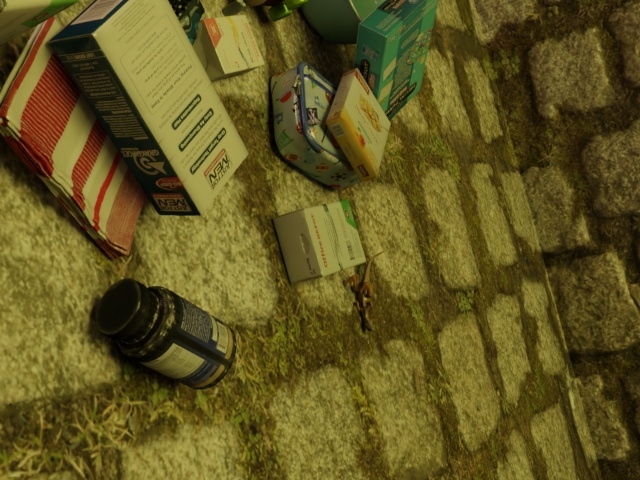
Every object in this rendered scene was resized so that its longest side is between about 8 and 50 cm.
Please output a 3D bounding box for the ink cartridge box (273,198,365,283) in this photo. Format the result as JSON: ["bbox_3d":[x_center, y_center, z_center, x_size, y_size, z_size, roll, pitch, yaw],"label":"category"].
[{"bbox_3d":[0.000,0.000,1.864,0.208,0.087,0.153,-14,88,-60],"label":"ink cartridge box"}]

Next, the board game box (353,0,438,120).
[{"bbox_3d":[0.176,-0.447,2.118,0.254,0.079,0.336,-47,158,-32],"label":"board game box"}]

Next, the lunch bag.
[{"bbox_3d":[0.003,-0.266,1.976,0.303,0.115,0.243,31,48,-51],"label":"lunch bag"}]

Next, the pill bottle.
[{"bbox_3d":[-0.243,0.146,1.360,0.219,0.123,0.122,39,45,-44],"label":"pill bottle"}]

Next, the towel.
[{"bbox_3d":[-0.362,-0.157,1.334,0.329,0.037,0.237,59,31,-45],"label":"towel"}]

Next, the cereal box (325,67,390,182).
[{"bbox_3d":[0.091,-0.268,1.965,0.173,0.047,0.240,56,30,-27],"label":"cereal box"}]

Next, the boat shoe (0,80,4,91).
[{"bbox_3d":[-0.501,-0.191,1.142,0.080,0.076,0.228,34,14,-5],"label":"boat shoe"}]

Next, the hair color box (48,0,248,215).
[{"bbox_3d":[-0.263,-0.222,1.378,0.173,0.105,0.347,-58,135,-37],"label":"hair color box"}]

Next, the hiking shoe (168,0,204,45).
[{"bbox_3d":[-0.280,-0.319,1.556,0.132,0.113,0.304,55,44,-42],"label":"hiking shoe"}]

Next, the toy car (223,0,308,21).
[{"bbox_3d":[-0.151,-0.556,1.884,0.188,0.149,0.155,-28,98,-30],"label":"toy car"}]

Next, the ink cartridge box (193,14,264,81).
[{"bbox_3d":[-0.188,-0.397,1.764,0.198,0.067,0.115,-35,105,-59],"label":"ink cartridge box"}]

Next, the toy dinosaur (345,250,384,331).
[{"bbox_3d":[0.103,0.108,2.027,0.112,0.064,0.211,49,44,-65],"label":"toy dinosaur"}]

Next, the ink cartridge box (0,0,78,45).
[{"bbox_3d":[-0.485,-0.314,1.107,0.273,0.199,0.114,-37,108,-59],"label":"ink cartridge box"}]

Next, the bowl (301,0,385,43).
[{"bbox_3d":[0.054,-0.625,2.177,0.312,0.163,0.311,31,51,-49],"label":"bowl"}]
